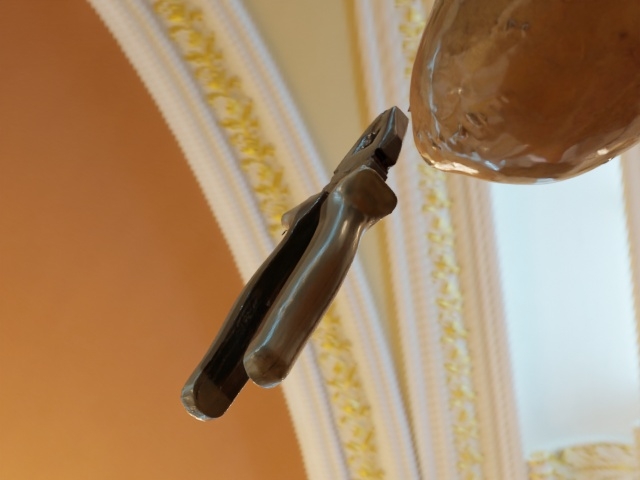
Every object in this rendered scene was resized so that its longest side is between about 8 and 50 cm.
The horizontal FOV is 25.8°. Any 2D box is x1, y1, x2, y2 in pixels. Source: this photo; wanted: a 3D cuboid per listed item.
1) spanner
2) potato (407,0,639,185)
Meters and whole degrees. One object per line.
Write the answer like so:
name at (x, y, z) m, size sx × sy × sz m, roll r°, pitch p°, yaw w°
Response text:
spanner at (0.000, 0.000, 0.953) m, size 0.040 × 0.096 × 0.325 m, roll 48°, pitch -139°, yaw -15°
potato at (0.100, -0.082, 0.566) m, size 0.112 × 0.112 × 0.147 m, roll 23°, pitch -48°, yaw -22°
